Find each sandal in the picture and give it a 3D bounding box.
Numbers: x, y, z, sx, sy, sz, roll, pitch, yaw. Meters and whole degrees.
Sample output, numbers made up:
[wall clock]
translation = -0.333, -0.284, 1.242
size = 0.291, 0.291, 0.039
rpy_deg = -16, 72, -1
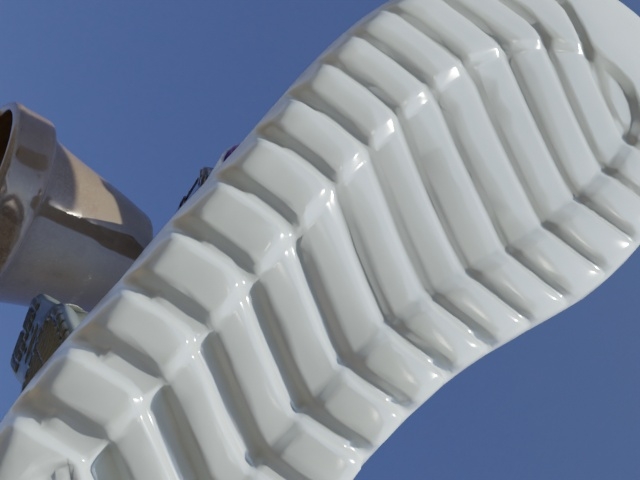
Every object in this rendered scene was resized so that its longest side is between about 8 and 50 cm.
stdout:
[sandal]
translation = 0.013, 0.005, 0.429
size = 0.169, 0.416, 0.102
rpy_deg = 54, -23, -5

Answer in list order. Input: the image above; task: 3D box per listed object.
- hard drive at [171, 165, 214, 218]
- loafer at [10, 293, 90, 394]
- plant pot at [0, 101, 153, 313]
[hard drive]
translation = 0.000, 0.000, 1.070
size = 0.237, 0.339, 0.064
rpy_deg = 141, -45, -65
[loafer]
translation = -0.176, 0.095, 0.681
size = 0.251, 0.088, 0.094
rpy_deg = 25, -85, 66
[plant pot]
translation = -0.345, -0.011, 1.138
size = 0.263, 0.229, 0.263
rpy_deg = -36, -140, 37
